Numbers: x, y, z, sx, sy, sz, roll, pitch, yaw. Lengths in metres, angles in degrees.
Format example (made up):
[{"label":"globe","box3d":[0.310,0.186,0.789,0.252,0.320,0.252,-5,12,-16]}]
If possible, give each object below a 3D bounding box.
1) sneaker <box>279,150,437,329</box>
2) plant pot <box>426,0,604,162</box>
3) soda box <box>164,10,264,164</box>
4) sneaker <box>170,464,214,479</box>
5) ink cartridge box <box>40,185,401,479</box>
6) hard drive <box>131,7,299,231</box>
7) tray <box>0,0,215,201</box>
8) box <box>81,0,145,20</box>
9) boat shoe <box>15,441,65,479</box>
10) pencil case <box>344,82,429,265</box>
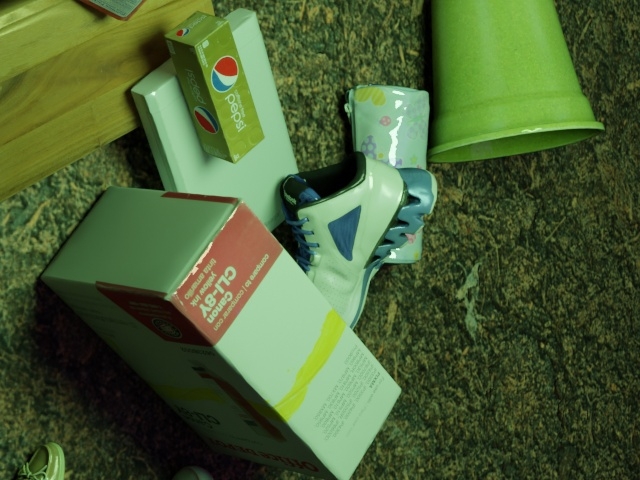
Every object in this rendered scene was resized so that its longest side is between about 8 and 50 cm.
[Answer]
[{"label":"sneaker","box3d":[0.001,-0.001,1.948,0.182,0.127,0.315,27,104,-27]},{"label":"plant pot","box3d":[0.276,-0.267,2.160,0.276,0.276,0.254,-4,84,-43]},{"label":"soda box","box3d":[-0.128,-0.186,1.736,0.061,0.058,0.181,-43,137,-28]},{"label":"sneaker","box3d":[-0.224,0.390,1.816,0.111,0.103,0.252,50,59,-35]},{"label":"ink cartridge box","box3d":[-0.118,0.121,1.775,0.385,0.279,0.160,50,61,-33]},{"label":"hard drive","box3d":[-0.126,-0.121,1.854,0.203,0.040,0.307,-42,136,-30]},{"label":"tray","box3d":[-0.295,-0.214,1.709,0.411,0.076,0.203,-34,123,-36]},{"label":"box","box3d":[-0.301,-0.393,1.583,0.300,0.154,0.142,25,61,-21]},{"label":"boat shoe","box3d":[-0.358,0.317,1.718,0.048,0.056,0.153,30,80,-45]},{"label":"pencil case","box3d":[0.095,-0.096,2.078,0.124,0.113,0.273,-1,93,-30]}]
